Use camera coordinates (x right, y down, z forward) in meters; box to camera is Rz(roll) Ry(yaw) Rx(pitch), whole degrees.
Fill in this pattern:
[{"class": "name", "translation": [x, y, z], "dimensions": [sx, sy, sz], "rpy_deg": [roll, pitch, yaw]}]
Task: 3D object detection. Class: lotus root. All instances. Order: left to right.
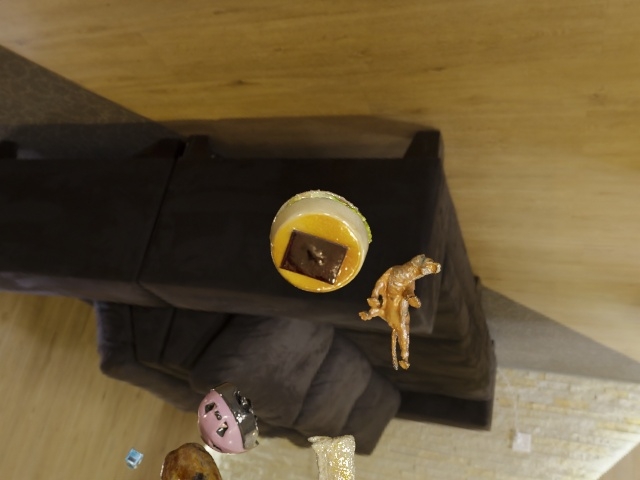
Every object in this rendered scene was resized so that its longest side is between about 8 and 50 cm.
[{"class": "lotus root", "translation": [-0.374, 0.754, 1.794], "dimensions": [0.193, 0.291, 0.193], "rpy_deg": [-12, 127, -16]}]

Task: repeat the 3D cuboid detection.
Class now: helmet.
[{"class": "helmet", "translation": [-0.266, 0.507, 1.641], "dimensions": [0.154, 0.198, 0.253], "rpy_deg": [-22, 155, -33]}]

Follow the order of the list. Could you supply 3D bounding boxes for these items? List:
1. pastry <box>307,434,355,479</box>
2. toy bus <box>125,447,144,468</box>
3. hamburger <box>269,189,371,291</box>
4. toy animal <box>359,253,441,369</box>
[{"class": "pastry", "translation": [0.050, 0.627, 1.523], "dimensions": [0.121, 0.258, 0.089], "rpy_deg": [-14, 163, 8]}, {"class": "toy bus", "translation": [-0.542, 0.635, 1.728], "dimensions": [0.038, 0.046, 0.083], "rpy_deg": [30, 148, 2]}, {"class": "hamburger", "translation": [0.000, 0.000, 1.673], "dimensions": [0.300, 0.176, 0.300], "rpy_deg": [1, 116, 1]}, {"class": "toy animal", "translation": [0.147, 0.147, 1.162], "dimensions": [0.114, 0.116, 0.255], "rpy_deg": [19, 127, 19]}]
